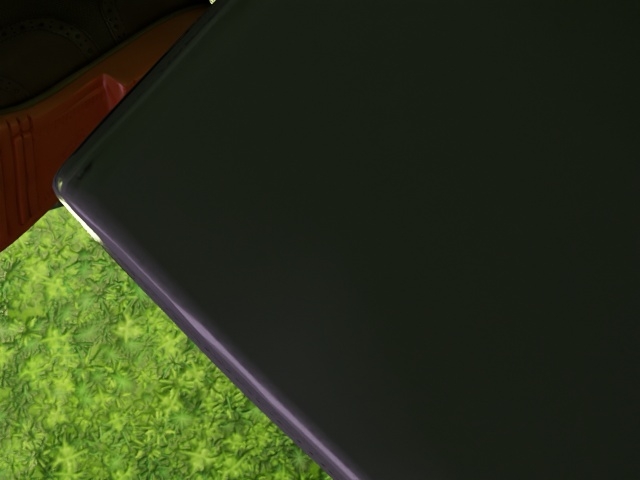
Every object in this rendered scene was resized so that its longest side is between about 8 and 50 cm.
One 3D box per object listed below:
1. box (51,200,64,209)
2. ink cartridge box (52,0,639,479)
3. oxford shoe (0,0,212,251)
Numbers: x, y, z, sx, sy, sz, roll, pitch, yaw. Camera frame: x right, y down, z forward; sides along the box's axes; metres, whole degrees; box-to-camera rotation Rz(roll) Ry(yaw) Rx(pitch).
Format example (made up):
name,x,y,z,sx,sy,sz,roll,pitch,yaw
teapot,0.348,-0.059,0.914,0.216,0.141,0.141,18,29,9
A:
name,x,y,z,sx,sy,sz,roll,pitch,yaw
box,-0.281,-0.204,1.528,0.307,0.076,0.242,43,137,34
ink cartridge box,0.054,0.021,0.700,0.285,0.166,0.395,45,176,-7
oxford shoe,-0.222,-0.081,1.217,0.133,0.363,0.130,47,146,25
